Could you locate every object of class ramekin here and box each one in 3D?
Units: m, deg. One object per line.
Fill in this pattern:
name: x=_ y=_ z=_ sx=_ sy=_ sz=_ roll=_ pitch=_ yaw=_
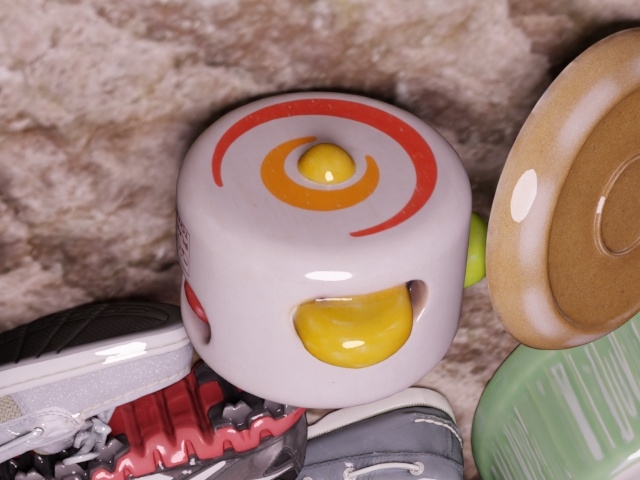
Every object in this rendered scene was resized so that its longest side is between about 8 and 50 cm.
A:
ramekin: x=0.289 y=0.185 z=1.356 sx=0.303 sy=0.148 sz=0.303 roll=-8 pitch=133 yaw=-9

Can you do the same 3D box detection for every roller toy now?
roller toy: x=0.000 y=0.000 z=1.074 sx=0.191 sy=0.209 sz=0.146 roll=21 pitch=134 yaw=20

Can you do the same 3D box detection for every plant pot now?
plant pot: x=0.203 y=-0.028 z=1.134 sx=0.236 sy=0.032 sz=0.236 roll=-25 pitch=127 yaw=-38

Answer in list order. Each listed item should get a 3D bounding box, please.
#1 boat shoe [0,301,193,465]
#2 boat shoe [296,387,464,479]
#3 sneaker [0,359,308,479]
boat shoe: x=-0.226 y=0.130 z=1.163 sx=0.320 sy=0.118 sz=0.103 roll=-22 pitch=102 yaw=9
boat shoe: x=-0.030 y=0.226 z=1.337 sx=0.319 sy=0.099 sz=0.116 roll=-25 pitch=133 yaw=8
sneaker: x=-0.132 y=0.170 z=1.258 sx=0.276 sy=0.097 sz=0.135 roll=-16 pitch=131 yaw=-3
